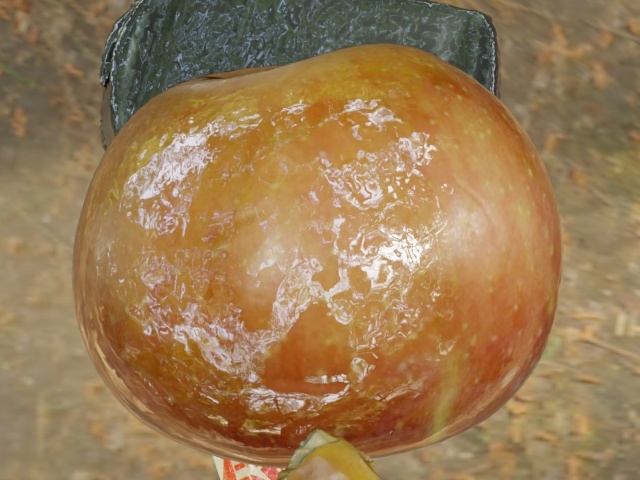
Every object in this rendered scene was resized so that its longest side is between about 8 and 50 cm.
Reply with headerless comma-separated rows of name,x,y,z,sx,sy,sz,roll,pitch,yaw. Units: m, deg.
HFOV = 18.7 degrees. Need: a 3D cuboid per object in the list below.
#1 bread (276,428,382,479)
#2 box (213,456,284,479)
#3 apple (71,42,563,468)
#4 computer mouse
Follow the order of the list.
bread,0.007,0.157,0.604,0.136,0.054,0.154,36,107,2
box,-0.045,0.098,1.107,0.058,0.015,0.093,-28,77,41
apple,0.000,0.000,0.778,0.201,0.201,0.162,4,105,27
computer mouse,-0.015,-0.091,1.313,0.295,0.087,0.168,12,74,18
